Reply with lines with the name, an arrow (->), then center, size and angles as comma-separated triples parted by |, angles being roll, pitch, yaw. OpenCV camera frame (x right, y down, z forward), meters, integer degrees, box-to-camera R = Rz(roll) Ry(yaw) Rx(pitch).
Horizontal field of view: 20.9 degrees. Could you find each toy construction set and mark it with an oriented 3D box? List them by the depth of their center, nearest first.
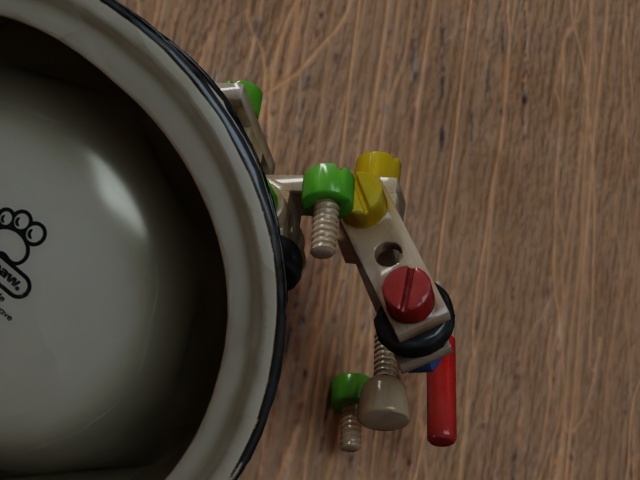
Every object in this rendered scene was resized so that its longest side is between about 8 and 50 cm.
toy construction set -> 0.000, 0.000, 1.321 | 0.309, 0.257, 0.237 | 37, 45, -42

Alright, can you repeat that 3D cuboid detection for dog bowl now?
dog bowl -> -0.206, 0.020, 1.085 | 0.408, 0.408, 0.150 | 61, 15, -4
